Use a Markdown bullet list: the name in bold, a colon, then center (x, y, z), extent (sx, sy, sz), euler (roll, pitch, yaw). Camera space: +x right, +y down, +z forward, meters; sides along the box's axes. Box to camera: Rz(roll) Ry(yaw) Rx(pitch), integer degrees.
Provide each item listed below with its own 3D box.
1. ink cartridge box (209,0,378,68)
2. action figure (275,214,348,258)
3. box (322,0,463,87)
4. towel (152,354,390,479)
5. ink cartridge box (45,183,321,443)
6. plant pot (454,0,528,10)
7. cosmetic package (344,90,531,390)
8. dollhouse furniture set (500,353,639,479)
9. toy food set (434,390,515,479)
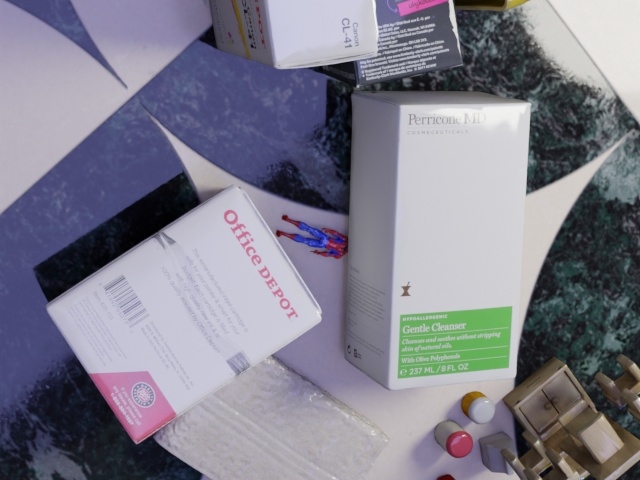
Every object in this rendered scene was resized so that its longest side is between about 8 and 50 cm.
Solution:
- **ink cartridge box**: center (-0.048, -0.327, 1.710), extent (0.131, 0.306, 0.226), euler (-11, 104, -13)
- **action figure**: center (0.000, 0.000, 1.941), extent (0.115, 0.030, 0.038), euler (19, 92, -20)
- **box**: center (0.068, -0.340, 1.813), extent (0.143, 0.165, 0.270), euler (-12, 104, -12)
- **towel**: center (-0.061, 0.265, 1.970), extent (0.282, 0.049, 0.187), euler (37, 89, -18)
- **ink cartridge box**: center (-0.170, 0.089, 1.845), extent (0.283, 0.117, 0.207), euler (-33, 94, -6)
- **plant pot**: center (0.239, -0.411, 1.836), extent (0.187, 0.212, 0.212), euler (-16, 105, -24)
- **cosmetic package**: center (0.147, -0.007, 1.906), extent (0.197, 0.155, 0.365), euler (-4, 104, -22)
- **dollhouse furniture set**: center (0.369, 0.279, 1.986), extent (0.212, 0.242, 0.161), euler (-38, 109, -4)
- **toy food set**: center (0.228, 0.335, 2.031), extent (0.111, 0.104, 0.232), euler (-13, 105, -12)
